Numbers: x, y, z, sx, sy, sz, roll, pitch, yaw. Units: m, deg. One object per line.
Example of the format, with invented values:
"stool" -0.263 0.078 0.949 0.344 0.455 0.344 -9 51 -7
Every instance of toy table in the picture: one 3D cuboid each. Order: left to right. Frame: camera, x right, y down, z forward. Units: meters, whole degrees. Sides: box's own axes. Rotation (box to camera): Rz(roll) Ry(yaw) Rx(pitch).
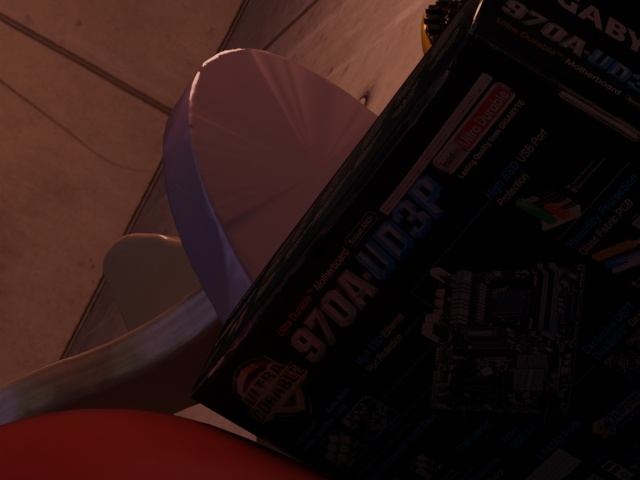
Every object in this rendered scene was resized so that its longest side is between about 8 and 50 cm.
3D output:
"toy table" -0.019 0.056 0.891 0.161 0.252 0.274 -52 37 31

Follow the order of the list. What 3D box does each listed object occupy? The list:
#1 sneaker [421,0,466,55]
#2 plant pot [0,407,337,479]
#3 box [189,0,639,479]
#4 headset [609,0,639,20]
"sneaker" 0.096 -0.046 1.038 0.225 0.088 0.093 -86 1 -55
"plant pot" -0.028 0.186 0.565 0.275 0.275 0.243 -64 19 -17
"box" 0.077 0.027 0.643 0.220 0.175 0.051 -53 9 45
"headset" 0.134 -0.214 0.918 0.185 0.243 0.394 -52 -15 -10
